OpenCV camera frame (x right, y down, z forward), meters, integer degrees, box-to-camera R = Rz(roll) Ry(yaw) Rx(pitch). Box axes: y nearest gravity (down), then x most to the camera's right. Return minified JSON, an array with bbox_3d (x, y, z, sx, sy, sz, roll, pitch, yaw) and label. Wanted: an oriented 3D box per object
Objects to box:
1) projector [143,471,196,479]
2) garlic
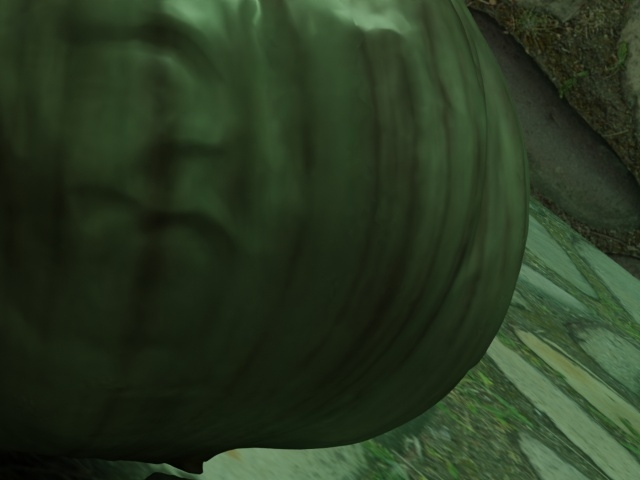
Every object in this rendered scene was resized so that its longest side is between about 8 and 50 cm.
[{"bbox_3d":[-0.002,0.152,0.529,0.147,0.061,0.115,27,16,-43],"label":"projector"},{"bbox_3d":[-0.081,-0.054,0.543,0.317,0.259,0.317,1,20,0],"label":"garlic"}]
